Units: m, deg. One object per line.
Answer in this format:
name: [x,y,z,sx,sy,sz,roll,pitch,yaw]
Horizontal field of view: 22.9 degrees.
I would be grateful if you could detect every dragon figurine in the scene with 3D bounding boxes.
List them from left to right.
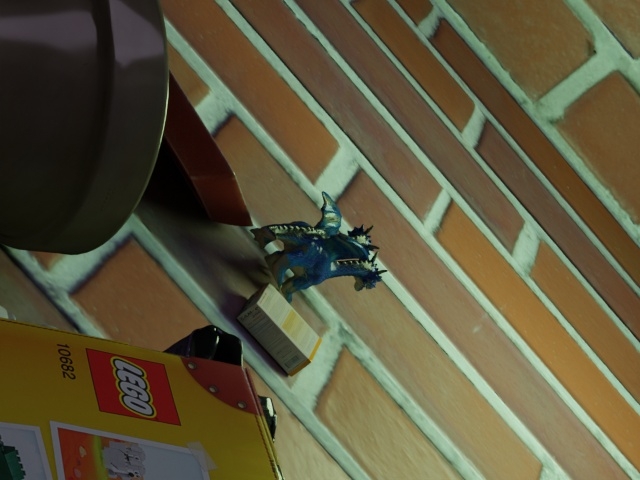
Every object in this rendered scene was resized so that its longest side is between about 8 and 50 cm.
dragon figurine: [0.000,0.000,1.924,0.085,0.144,0.289,62,-2,25]

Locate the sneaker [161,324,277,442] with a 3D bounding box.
sneaker: [-0.094,0.213,1.550,0.107,0.124,0.283,16,43,-52]

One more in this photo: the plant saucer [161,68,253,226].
plant saucer: [-0.174,-0.139,1.876,0.259,0.048,0.258,57,-5,12]

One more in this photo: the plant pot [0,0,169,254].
plant pot: [-0.342,-0.148,1.454,0.280,0.323,0.323,1,53,-40]

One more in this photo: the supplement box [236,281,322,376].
supplement box: [-0.048,0.106,1.881,0.098,0.036,0.062,48,25,-8]

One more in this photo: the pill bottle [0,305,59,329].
pill bottle: [-0.242,0.148,1.373,0.229,0.131,0.131,41,27,-23]

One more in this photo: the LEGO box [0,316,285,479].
LEGO box: [-0.187,0.282,1.030,0.373,0.193,0.500,15,33,-29]
